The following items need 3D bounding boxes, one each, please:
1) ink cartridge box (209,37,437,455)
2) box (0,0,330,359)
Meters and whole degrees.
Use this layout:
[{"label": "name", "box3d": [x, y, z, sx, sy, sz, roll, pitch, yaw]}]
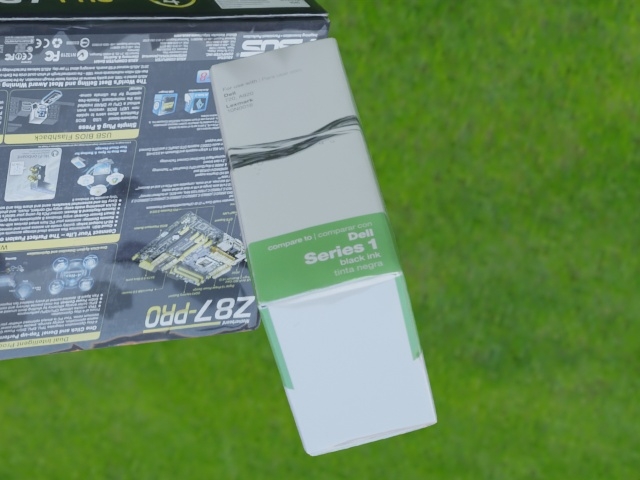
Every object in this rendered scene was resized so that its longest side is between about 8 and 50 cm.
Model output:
[{"label": "ink cartridge box", "box3d": [0.000, 0.000, 1.147, 0.092, 0.219, 0.160, -14, 138, 1]}, {"label": "box", "box3d": [-0.207, -0.056, 1.432, 0.395, 0.097, 0.318, -6, 123, -29]}]
